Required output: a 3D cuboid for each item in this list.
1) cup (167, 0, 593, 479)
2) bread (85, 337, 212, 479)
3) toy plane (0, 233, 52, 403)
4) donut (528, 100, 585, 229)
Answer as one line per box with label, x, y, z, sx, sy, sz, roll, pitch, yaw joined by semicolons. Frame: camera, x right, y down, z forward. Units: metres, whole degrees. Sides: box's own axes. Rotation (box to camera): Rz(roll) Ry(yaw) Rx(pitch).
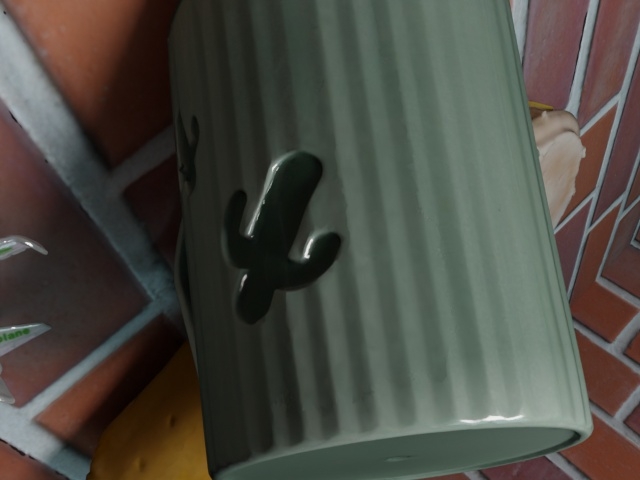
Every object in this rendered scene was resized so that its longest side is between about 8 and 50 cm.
cup;0.025;-0.001;0.560;0.310;0.392;0.401;0;153;-12
bread;-0.082;0.237;0.849;0.394;0.250;0.361;-51;151;-9
toy plane;-0.340;0.070;0.480;0.251;0.101;0.255;-50;144;-2
donut;0.302;-0.066;1.118;0.382;0.142;0.382;-32;142;-29
